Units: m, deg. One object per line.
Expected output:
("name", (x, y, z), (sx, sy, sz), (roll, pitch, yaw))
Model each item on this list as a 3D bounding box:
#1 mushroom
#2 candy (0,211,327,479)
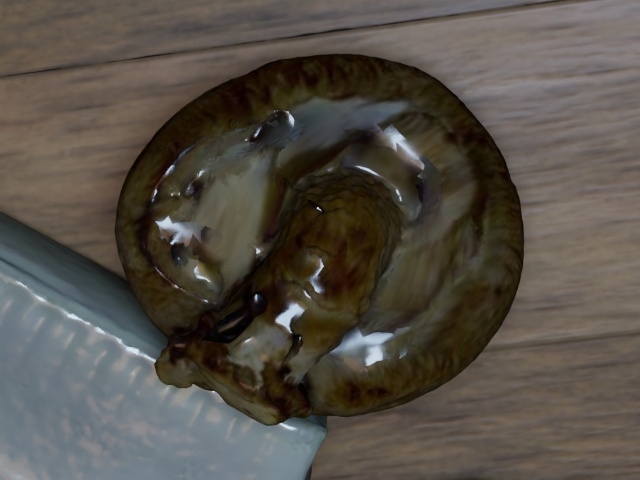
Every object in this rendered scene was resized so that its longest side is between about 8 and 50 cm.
("mushroom", (-0.009, 0.009, 1.198), (0.263, 0.283, 0.195), (43, 135, -1))
("candy", (-0.178, 0.132, 1.289), (0.358, 0.145, 0.208), (28, 101, -1))
